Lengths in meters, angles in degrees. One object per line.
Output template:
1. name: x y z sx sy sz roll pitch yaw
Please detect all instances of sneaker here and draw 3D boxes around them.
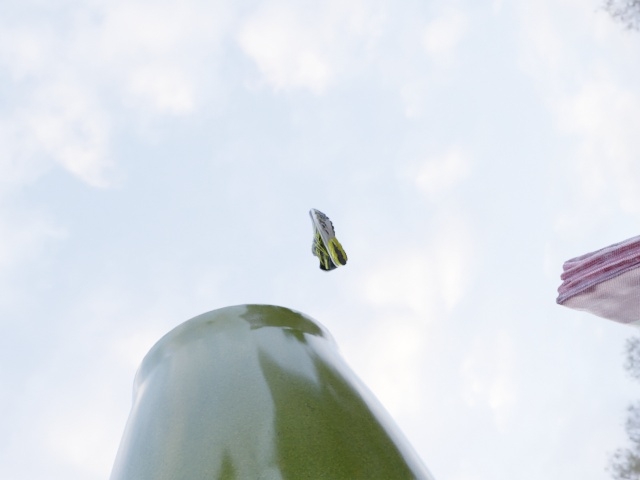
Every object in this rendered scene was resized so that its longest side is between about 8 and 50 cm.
1. sneaker: 0.000 0.000 0.864 0.031 0.035 0.083 17 -136 -54

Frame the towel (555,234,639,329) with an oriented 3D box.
1. towel: 0.351 0.037 0.451 0.329 0.237 0.037 17 -114 -12

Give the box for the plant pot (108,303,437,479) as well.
1. plant pot: -0.049 0.256 0.694 0.367 0.353 0.366 -8 -53 -10
